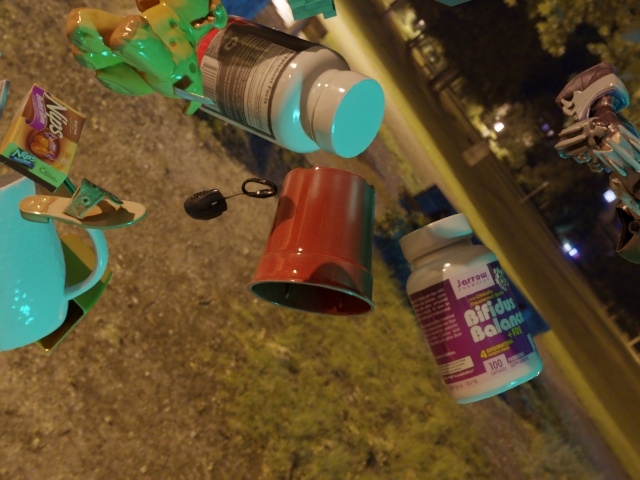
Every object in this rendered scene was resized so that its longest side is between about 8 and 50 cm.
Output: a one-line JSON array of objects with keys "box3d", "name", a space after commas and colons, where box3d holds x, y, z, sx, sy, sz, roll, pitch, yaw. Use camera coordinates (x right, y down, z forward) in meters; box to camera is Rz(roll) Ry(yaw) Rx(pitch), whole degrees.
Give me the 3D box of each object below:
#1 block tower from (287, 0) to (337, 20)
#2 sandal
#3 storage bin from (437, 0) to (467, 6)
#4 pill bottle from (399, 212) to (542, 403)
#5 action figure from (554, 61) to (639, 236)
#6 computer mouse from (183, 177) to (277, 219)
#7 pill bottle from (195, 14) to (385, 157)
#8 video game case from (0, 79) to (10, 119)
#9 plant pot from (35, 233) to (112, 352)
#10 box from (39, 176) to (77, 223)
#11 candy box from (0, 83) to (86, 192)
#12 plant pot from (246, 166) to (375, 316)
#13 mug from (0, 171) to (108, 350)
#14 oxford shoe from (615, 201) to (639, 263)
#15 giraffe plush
[{"box3d": [-0.052, -0.595, 1.723, 0.335, 0.097, 0.091, 65, 15, -51], "name": "block tower"}, {"box3d": [-0.451, -0.078, 1.598, 0.088, 0.240, 0.079, -83, 174, -51], "name": "sandal"}, {"box3d": [0.239, -0.513, 1.630, 0.091, 0.098, 0.135, 14, 76, -42], "name": "storage bin"}, {"box3d": [0.250, 0.113, 1.475, 0.301, 0.169, 0.169, 67, 16, 6], "name": "pill bottle"}, {"box3d": [0.324, -0.081, 0.910, 0.185, 0.099, 0.285, 48, 21, -22], "name": "action figure"}, {"box3d": [-0.210, -0.092, 1.950, 0.071, 0.242, 0.041, 66, 25, -20], "name": "computer mouse"}, {"box3d": [-0.058, -0.247, 1.401, 0.318, 0.176, 0.176, 27, -2, 33], "name": "pill bottle"}, {"box3d": [-0.678, -0.283, 1.755, 0.011, 0.122, 0.087, 17, 80, -44], "name": "video game case"}, {"box3d": [-0.642, 0.108, 2.101, 0.212, 0.212, 0.187, 46, 35, -3], "name": "plant pot"}, {"box3d": [-0.662, -0.104, 2.218, 0.201, 0.021, 0.164, 6, -45, 50], "name": "box"}, {"box3d": [-0.475, -0.177, 1.466, 0.109, 0.053, 0.186, 34, 32, -27], "name": "candy box"}, {"box3d": [0.000, 0.000, 1.819, 0.272, 0.272, 0.265, 34, 60, -53], "name": "plant pot"}, {"box3d": [-0.633, 0.039, 1.797, 0.276, 0.374, 0.328, -90, 164, -73], "name": "mug"}, {"box3d": [0.593, -0.071, 1.551, 0.096, 0.227, 0.083, 16, -6, -5], "name": "oxford shoe"}, {"box3d": [-0.207, -0.286, 1.136, 0.210, 0.170, 0.181, 21, -15, 0], "name": "giraffe plush"}]
